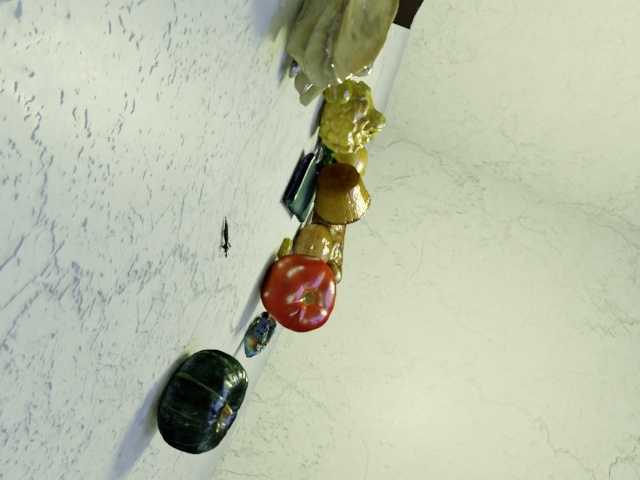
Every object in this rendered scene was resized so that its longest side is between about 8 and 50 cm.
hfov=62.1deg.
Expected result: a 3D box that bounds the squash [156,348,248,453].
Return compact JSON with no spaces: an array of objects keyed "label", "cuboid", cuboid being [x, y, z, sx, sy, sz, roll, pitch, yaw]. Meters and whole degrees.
[{"label":"squash","cuboid":[-0.284,0.388,1.290,0.252,0.165,0.252,22,90,-83]}]

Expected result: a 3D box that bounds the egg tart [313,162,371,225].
[{"label":"egg tart","cuboid":[0.069,-0.172,1.890,0.171,0.215,0.215,76,34,-51]}]

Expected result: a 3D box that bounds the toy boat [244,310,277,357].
[{"label":"toy boat","cuboid":[-0.234,0.366,2.081,0.097,0.100,0.223,-59,-177,41]}]

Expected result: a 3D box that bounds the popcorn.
[{"label":"popcorn","cuboid":[0.103,-0.383,1.668,0.200,0.203,0.226,110,0,-72]}]

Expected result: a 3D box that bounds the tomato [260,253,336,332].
[{"label":"tomato","cuboid":[-0.080,0.186,1.963,0.226,0.298,0.299,7,-109,65]}]

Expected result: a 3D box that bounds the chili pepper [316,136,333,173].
[{"label":"chili pepper","cuboid":[0.031,-0.327,1.874,0.099,0.083,0.253,-62,178,-29]}]

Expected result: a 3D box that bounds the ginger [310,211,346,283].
[{"label":"ginger","cuboid":[0.000,0.000,2.461,0.176,0.254,0.418,18,76,-56]}]

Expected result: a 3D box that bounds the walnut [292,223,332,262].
[{"label":"walnut","cuboid":[-0.034,0.029,2.285,0.167,0.167,0.207,10,95,-85]}]

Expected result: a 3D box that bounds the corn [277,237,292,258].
[{"label":"corn","cuboid":[-0.134,0.033,2.004,0.092,0.037,0.037,-63,175,-8]}]

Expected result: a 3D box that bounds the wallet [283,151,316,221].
[{"label":"wallet","cuboid":[-0.058,-0.173,1.816,0.379,0.046,0.191,61,51,-83]}]

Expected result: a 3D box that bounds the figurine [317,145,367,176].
[{"label":"figurine","cuboid":[0.082,-0.277,2.060,0.192,0.167,0.257,16,101,-54]}]

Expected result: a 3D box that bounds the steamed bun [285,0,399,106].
[{"label":"steamed bun","cuboid":[0.036,-0.426,1.099,0.428,0.189,0.247,-65,146,-32]}]

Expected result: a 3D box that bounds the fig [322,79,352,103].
[{"label":"fig","cuboid":[0.035,-0.462,1.483,0.093,0.093,0.166,-54,128,-68]}]

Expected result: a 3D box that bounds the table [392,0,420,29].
[{"label":"table","cuboid":[0.223,-0.738,1.498,0.172,0.169,0.193,107,7,-53]}]

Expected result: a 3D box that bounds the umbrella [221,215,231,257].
[{"label":"umbrella","cuboid":[-0.207,-0.003,1.171,0.149,0.022,0.022,106,-33,-56]}]
